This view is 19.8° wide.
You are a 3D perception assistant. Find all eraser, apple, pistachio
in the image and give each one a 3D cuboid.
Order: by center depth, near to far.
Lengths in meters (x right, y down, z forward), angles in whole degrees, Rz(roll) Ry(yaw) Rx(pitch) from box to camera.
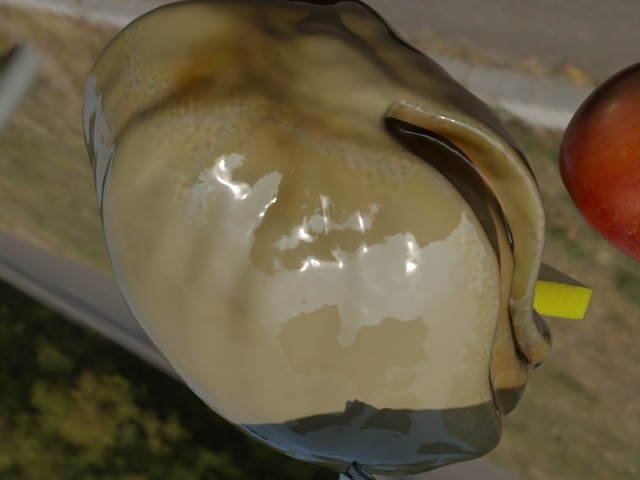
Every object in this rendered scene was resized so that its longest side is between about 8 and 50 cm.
[{"bbox_3d":[0.258,-0.053,1.376,0.163,0.139,0.163,48,-171,-10],"label":"apple"},{"bbox_3d":[0.000,0.000,1.397,0.365,0.281,0.445,-7,130,40],"label":"pistachio"},{"bbox_3d":[0.262,0.053,2.288,0.097,0.045,0.122,8,-165,-32],"label":"eraser"}]

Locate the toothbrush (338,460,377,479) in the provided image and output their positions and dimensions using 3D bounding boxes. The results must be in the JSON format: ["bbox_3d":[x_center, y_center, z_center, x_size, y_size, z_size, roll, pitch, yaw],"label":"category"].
[{"bbox_3d":[-0.023,0.294,1.395,0.040,0.042,0.418,39,139,14],"label":"toothbrush"}]
